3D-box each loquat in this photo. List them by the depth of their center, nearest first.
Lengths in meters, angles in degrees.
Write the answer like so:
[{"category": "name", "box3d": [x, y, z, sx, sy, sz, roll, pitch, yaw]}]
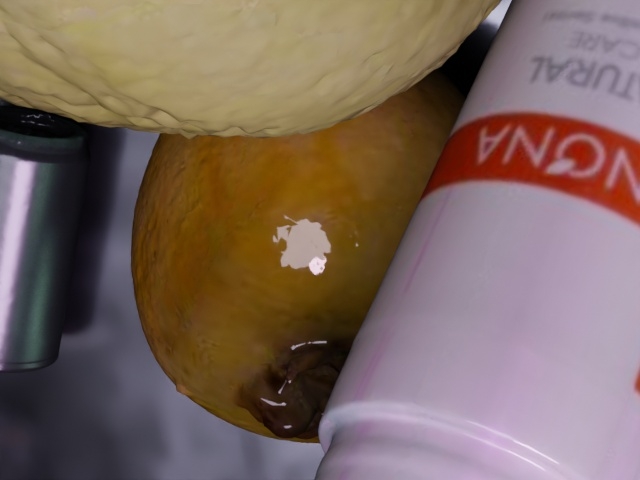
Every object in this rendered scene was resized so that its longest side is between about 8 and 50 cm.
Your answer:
[{"category": "loquat", "box3d": [0.000, 0.000, 0.678, 0.137, 0.163, 0.163, 25, 112, -34]}]

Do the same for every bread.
[{"category": "bread", "box3d": [-0.047, -0.184, 0.555, 0.237, 0.320, 0.320, 10, 105, 17]}]

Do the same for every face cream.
[{"category": "face cream", "box3d": [0.077, 0.003, 0.579, 0.102, 0.102, 0.345, 21, 63, 8]}]

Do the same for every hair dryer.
[{"category": "hair dryer", "box3d": [-0.191, -0.018, 0.772, 0.197, 0.057, 0.100, 14, 104, 15]}]
